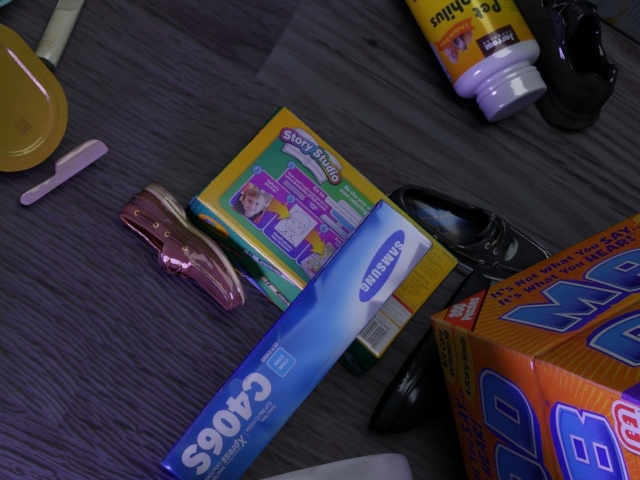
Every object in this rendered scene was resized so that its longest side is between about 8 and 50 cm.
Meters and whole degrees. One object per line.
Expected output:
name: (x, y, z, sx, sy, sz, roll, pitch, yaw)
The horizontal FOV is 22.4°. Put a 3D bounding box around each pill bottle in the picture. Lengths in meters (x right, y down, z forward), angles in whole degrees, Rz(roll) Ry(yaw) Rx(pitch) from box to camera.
pill bottle: (0.193, -0.258, 1.998, 0.117, 0.117, 0.215, -23, 78, -25)

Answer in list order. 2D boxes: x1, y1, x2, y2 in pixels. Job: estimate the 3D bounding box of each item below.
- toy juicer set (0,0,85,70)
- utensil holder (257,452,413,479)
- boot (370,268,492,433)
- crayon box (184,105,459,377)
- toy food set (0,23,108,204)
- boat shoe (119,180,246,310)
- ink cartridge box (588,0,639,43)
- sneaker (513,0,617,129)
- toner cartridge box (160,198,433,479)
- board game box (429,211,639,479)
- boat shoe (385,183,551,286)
toy juicer set: (-0.396, -0.282, 1.825, 0.329, 0.089, 0.209, 4, 68, -18)
utensil holder: (-0.023, 0.434, 1.544, 0.327, 0.327, 0.385, -10, 76, -22)
boot: (0.198, 0.174, 1.843, 0.207, 0.094, 0.246, 37, 57, 3)
crayon box: (0.000, 0.000, 1.852, 0.278, 0.081, 0.165, 42, 62, 0)
toy food set: (-0.354, -0.147, 1.788, 0.128, 0.071, 0.218, -43, 114, -11)
boat shoe: (-0.155, 0.015, 1.808, 0.060, 0.064, 0.178, -38, 79, -22)
ink cartridge box: (0.414, -0.335, 2.097, 0.175, 0.127, 0.072, 31, 61, -6)
sneaker: (0.291, -0.286, 2.036, 0.109, 0.130, 0.286, -27, 79, -23)
toner cartridge box: (-0.027, 0.119, 1.691, 0.075, 0.165, 0.348, 40, 84, -1)
board game box: (0.387, 0.205, 1.674, 0.356, 0.356, 0.357, -24, 113, -25)
boat shoe: (0.182, -0.010, 1.920, 0.228, 0.076, 0.080, 25, 64, -8)
